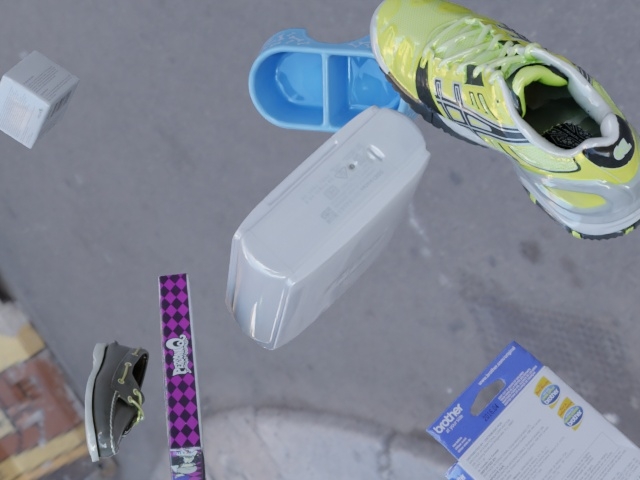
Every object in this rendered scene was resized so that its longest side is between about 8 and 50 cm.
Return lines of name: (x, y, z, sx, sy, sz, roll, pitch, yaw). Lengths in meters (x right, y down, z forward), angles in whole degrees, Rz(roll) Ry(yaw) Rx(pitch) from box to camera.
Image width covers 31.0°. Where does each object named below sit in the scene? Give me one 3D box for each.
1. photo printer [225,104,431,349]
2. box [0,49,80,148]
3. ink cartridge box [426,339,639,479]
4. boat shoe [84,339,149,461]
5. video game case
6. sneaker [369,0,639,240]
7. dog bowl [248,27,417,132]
photo printer: (0.000, 0.000, 1.387, 0.107, 0.256, 0.307, 43, 159, 10)
box: (-0.448, -0.220, 1.797, 0.087, 0.101, 0.102, 34, 127, -3)
ink cartridge box: (0.287, 0.285, 1.375, 0.311, 0.186, 0.065, 43, 151, 10)
boat shoe: (-0.335, 0.258, 1.903, 0.305, 0.091, 0.109, -103, 13, -66)
video game case: (-0.165, 0.192, 1.382, 0.210, 0.042, 0.232, 96, 167, -55)
sneaker: (0.196, -0.166, 1.196, 0.385, 0.145, 0.147, 41, 166, 31)
dog bowl: (0.020, -0.251, 1.863, 0.297, 0.074, 0.165, 7, 114, 18)
